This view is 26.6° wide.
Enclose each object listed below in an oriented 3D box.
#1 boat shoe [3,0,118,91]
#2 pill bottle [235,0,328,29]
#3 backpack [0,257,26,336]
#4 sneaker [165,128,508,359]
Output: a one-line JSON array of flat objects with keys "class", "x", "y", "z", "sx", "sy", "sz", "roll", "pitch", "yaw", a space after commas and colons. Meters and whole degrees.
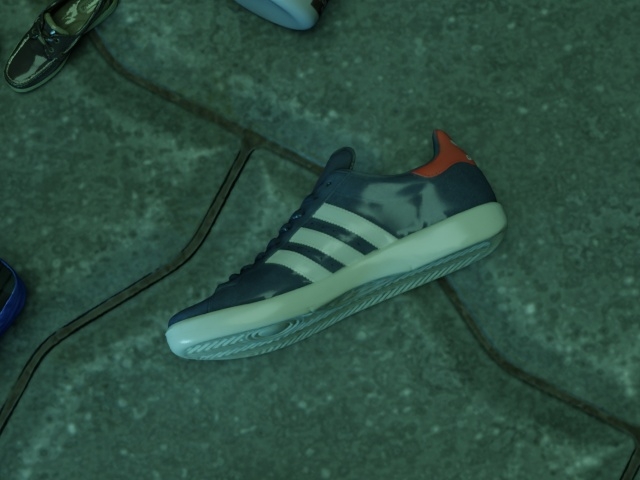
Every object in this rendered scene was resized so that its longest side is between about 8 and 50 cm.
[{"class": "boat shoe", "x": -0.274, "y": -0.218, "z": 1.402, "sx": 0.056, "sy": 0.049, "sz": 0.152, "roll": 41, "pitch": 87, "yaw": 6}, {"class": "pill bottle", "x": -0.011, "y": -0.330, "z": 1.370, "sx": 0.117, "sy": 0.117, "sz": 0.215, "roll": 27, "pitch": 85, "yaw": 6}, {"class": "backpack", "x": -0.353, "y": 0.067, "z": 1.345, "sx": 0.098, "sy": 0.101, "sz": 0.120, "roll": 29, "pitch": 81, "yaw": 4}, {"class": "sneaker", "x": 0.000, "y": 0.000, "z": 1.332, "sx": 0.350, "sy": 0.131, "sz": 0.148, "roll": -22, "pitch": 75, "yaw": -6}]
